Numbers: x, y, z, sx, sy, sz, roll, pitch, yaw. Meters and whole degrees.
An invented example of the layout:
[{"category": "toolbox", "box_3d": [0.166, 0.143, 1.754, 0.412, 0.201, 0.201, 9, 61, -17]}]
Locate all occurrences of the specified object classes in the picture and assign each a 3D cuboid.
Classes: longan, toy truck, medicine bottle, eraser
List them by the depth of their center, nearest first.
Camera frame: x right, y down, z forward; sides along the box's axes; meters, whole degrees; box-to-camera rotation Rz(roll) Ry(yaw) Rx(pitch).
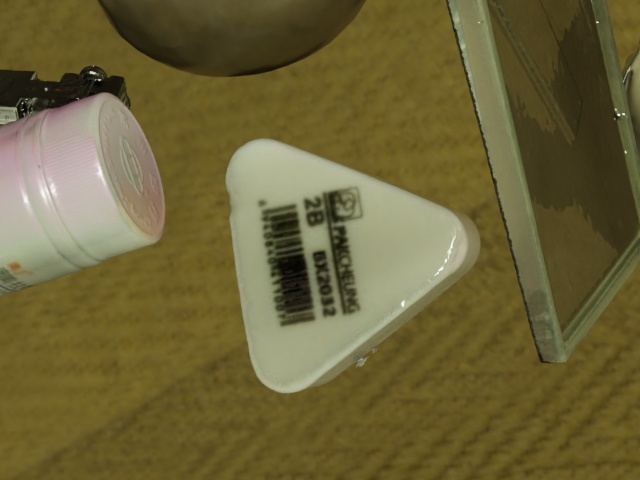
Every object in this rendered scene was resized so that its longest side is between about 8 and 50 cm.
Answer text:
[{"category": "longan", "box_3d": [-0.074, -0.256, 1.161, 0.258, 0.258, 0.258, -6, 75, 24]}, {"category": "medicine bottle", "box_3d": [-0.286, -0.029, 1.303, 0.254, 0.152, 0.152, -17, 71, 14]}, {"category": "toy truck", "box_3d": [-0.332, -0.122, 1.490, 0.259, 0.121, 0.088, 4, 38, 7]}, {"category": "eraser", "box_3d": [0.000, 0.000, 1.837, 0.331, 0.150, 0.331, -1, 86, 18]}]

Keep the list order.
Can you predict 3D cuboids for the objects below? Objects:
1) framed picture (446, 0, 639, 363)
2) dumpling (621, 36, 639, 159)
[{"category": "framed picture", "box_3d": [0.127, -0.087, 0.747, 0.023, 0.189, 0.260, -7, 108, 31]}, {"category": "dumpling", "box_3d": [0.462, -0.113, 1.836, 0.187, 0.243, 0.318, -26, 86, -2]}]
